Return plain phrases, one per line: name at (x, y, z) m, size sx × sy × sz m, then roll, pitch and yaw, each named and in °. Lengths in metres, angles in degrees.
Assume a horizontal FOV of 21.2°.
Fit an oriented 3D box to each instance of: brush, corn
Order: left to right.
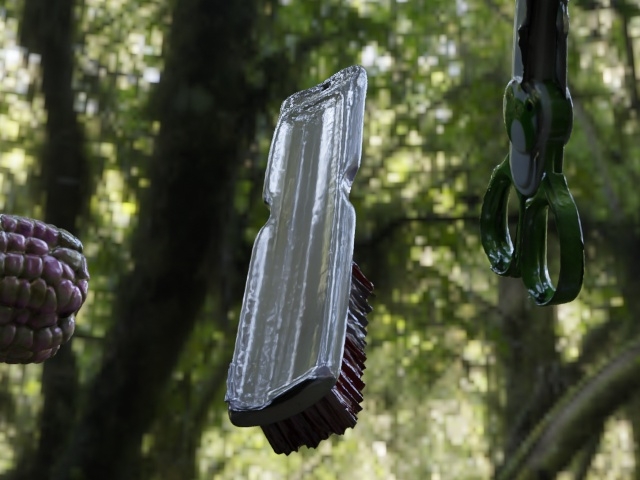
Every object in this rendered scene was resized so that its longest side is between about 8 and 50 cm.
corn at (-0.341, 0.019, 1.371) m, size 0.335 × 0.126 × 0.127 m, roll 13°, pitch -30°, yaw -36°
brush at (0.000, 0.000, 0.909) m, size 0.060 × 0.321 × 0.050 m, roll -25°, pitch -62°, yaw 18°

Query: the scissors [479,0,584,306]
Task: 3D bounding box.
scissors at (0.119, -0.068, 0.949) m, size 0.027 × 0.101 × 0.204 m, roll -8°, pitch -68°, yaw -21°
